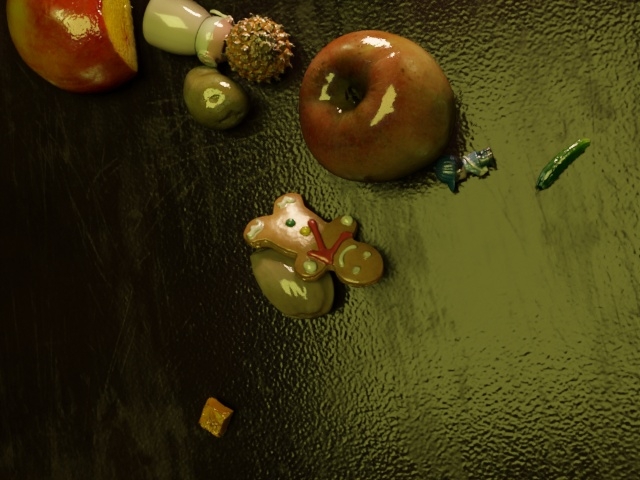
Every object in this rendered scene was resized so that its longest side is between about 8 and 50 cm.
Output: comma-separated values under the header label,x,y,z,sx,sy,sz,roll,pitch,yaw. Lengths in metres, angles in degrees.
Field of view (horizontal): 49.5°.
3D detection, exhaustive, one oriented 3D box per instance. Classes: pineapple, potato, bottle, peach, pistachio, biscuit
label,x,y,z,sx,sy,sz,roll,pitch,yaw
pineapple,-0.140,-0.461,1.678,0.176,0.137,0.161,30,94,-20
potato,-0.271,-0.363,1.742,0.157,0.157,0.194,-45,63,12
bottle,-0.317,-0.530,1.771,0.236,0.147,0.148,24,96,9
peach,-0.655,-0.552,1.824,0.380,0.242,0.306,15,88,17
pistachio,-0.071,0.099,1.676,0.238,0.138,0.153,28,71,21
biscuit,0.000,0.000,1.639,0.339,0.047,0.216,32,60,23

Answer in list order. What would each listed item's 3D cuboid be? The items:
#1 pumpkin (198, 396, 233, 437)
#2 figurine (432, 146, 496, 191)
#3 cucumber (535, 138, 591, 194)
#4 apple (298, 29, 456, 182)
label,x,y,z,sx,sy,sz,roll,pitch,yaw
pumpkin,-0.265,0.447,1.769,0.074,0.054,0.083,31,119,19
figurine,0.328,-0.173,1.589,0.136,0.079,0.077,-29,39,19
cucumber,0.530,-0.170,1.544,0.168,0.039,0.039,-46,77,8
apple,0.131,-0.294,1.544,0.338,0.305,0.339,0,89,32
